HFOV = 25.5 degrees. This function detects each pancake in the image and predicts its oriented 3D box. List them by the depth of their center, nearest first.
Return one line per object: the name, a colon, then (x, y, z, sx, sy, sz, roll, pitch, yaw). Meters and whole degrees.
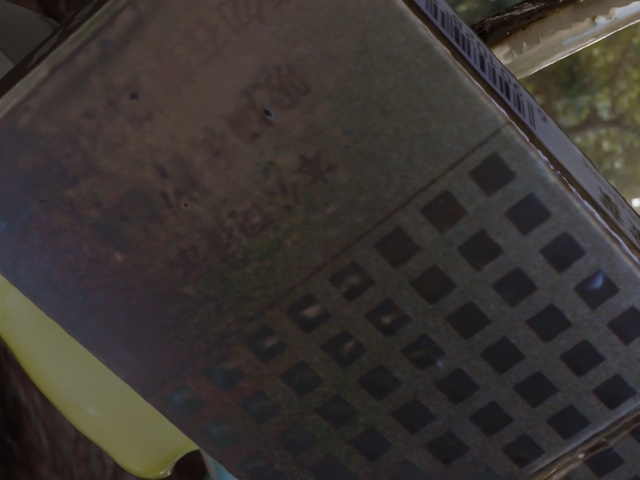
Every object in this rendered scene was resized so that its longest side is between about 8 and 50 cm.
pancake: (0.263, -0.237, 1.437, 0.382, 0.071, 0.382, -25, -171, 4)

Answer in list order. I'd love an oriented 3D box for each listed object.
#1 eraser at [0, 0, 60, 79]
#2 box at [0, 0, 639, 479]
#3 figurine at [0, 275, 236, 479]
eraser: (-0.258, -0.060, 1.162, 0.081, 0.227, 0.174, -2, -144, -41)
box: (0.031, 0.030, 0.523, 0.180, 0.325, 0.047, -37, -158, 21)
figurine: (0.000, 0.000, 0.930, 0.266, 0.361, 0.378, -13, -156, 28)
